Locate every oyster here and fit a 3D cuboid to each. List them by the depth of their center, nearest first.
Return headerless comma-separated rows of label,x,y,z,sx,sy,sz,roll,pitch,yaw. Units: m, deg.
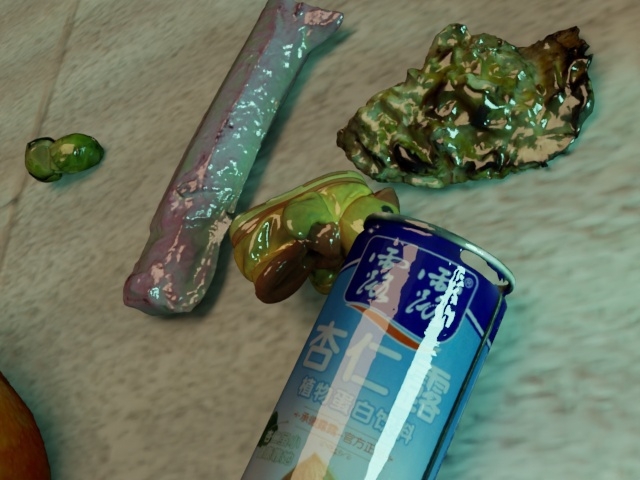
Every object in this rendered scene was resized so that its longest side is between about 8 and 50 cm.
oyster,0.089,-0.087,0.596,0.177,0.056,0.105,-7,66,33

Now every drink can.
drink can,0.017,0.109,0.490,0.097,0.097,0.235,13,73,46

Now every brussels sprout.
brussels sprout,-0.255,-0.084,0.899,0.083,0.046,0.051,-13,13,35

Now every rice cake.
rice cake,-0.070,-0.073,0.725,0.081,0.051,0.290,12,71,46

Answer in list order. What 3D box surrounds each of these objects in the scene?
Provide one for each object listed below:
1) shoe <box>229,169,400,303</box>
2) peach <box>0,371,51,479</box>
shoe,-0.002,0.002,0.600,0.109,0.072,0.069,-6,49,-14
peach,-0.374,0.146,0.664,0.242,0.380,0.306,-57,16,-3
